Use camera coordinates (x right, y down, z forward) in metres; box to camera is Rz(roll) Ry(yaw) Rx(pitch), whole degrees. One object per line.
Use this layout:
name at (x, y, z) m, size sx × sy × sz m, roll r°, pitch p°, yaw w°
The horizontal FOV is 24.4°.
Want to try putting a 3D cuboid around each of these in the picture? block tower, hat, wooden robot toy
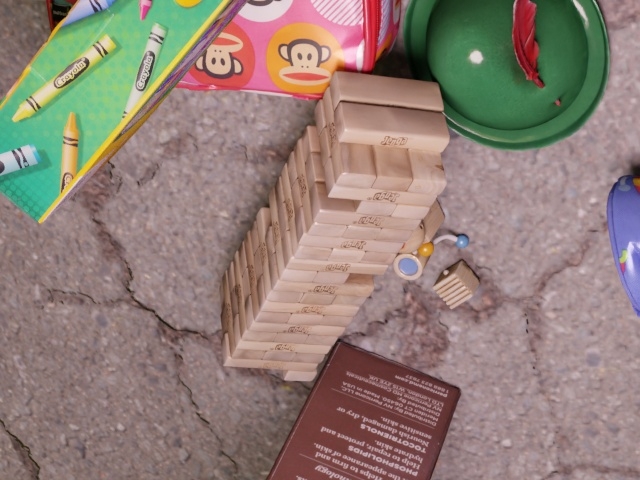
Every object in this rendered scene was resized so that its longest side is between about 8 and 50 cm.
block tower at (0.000, 0.000, 1.253) m, size 0.097 × 0.091 × 0.335 m, roll 5°, pitch 144°, yaw -19°
hat at (0.121, -0.123, 1.134) m, size 0.173 × 0.183 × 0.208 m, roll -1°, pitch 120°, yaw 23°
wooden robot toy at (0.073, -0.005, 1.293) m, size 0.076 × 0.079 × 0.173 m, roll -16°, pitch 112°, yaw 29°

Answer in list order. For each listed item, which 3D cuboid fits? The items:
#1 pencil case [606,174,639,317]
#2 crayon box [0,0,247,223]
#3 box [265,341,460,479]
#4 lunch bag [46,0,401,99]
pencil case at (0.375, -0.001, 1.146) m, size 0.306 × 0.119 × 0.133 m, roll -7°, pitch 93°, yaw 26°
crayon box at (-0.129, -0.154, 1.083) m, size 0.081 × 0.165 × 0.278 m, roll 42°, pitch 121°, yaw -5°
box at (0.001, 0.282, 1.311) m, size 0.143 × 0.381 × 0.191 m, roll 22°, pitch 126°, yaw 8°
lunch bag at (-0.079, -0.253, 1.183) m, size 0.293 × 0.120 × 0.258 m, roll 7°, pitch 119°, yaw 16°
